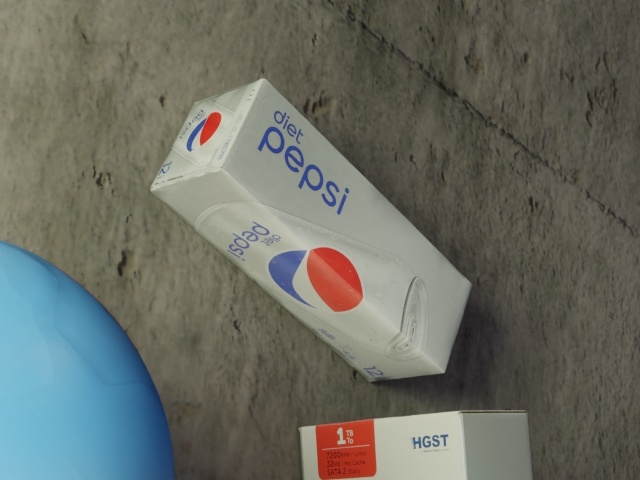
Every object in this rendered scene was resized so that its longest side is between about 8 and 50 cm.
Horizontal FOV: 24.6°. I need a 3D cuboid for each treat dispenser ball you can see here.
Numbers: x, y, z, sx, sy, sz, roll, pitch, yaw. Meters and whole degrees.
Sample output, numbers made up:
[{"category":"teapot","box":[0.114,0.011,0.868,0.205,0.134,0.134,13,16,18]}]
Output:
[{"category":"treat dispenser ball","box":[-0.224,0.135,0.806,0.288,0.288,0.288,13,72,-43]}]

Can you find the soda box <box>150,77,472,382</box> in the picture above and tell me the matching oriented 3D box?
[{"category":"soda box","box":[0.000,0.000,1.209,0.286,0.091,0.098,44,53,-30]}]

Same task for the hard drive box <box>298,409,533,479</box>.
[{"category":"hard drive box","box":[0.079,0.257,1.167,0.089,0.181,0.232,7,75,-44]}]
